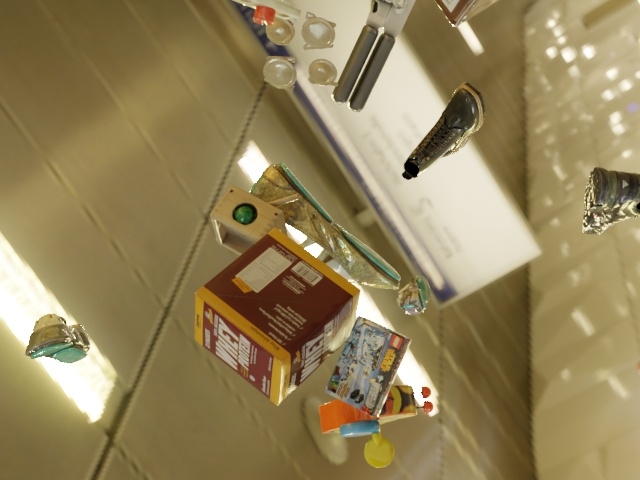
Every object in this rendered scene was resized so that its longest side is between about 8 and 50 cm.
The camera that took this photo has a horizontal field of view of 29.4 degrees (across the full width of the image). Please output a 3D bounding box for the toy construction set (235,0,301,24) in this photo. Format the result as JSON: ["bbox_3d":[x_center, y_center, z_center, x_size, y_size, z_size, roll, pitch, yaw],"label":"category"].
[{"bbox_3d":[-0.116,-0.458,1.682,0.215,0.151,0.327,17,-113,-58],"label":"toy construction set"}]

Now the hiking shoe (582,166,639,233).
[{"bbox_3d":[0.470,-0.054,1.897,0.227,0.114,0.086,46,-130,-78],"label":"hiking shoe"}]

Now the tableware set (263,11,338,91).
[{"bbox_3d":[-0.038,-0.345,2.241,0.020,0.141,0.168,-66,-20,-52],"label":"tableware set"}]

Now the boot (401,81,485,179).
[{"bbox_3d":[0.225,-0.193,2.253,0.077,0.137,0.198,43,153,19],"label":"boot"}]

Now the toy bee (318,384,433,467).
[{"bbox_3d":[0.109,0.302,2.142,0.298,0.162,0.195,-163,72,-73],"label":"toy bee"}]

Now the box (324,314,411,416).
[{"bbox_3d":[0.076,0.200,1.944,0.094,0.137,0.027,25,-178,28],"label":"box"}]

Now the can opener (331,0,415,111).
[{"bbox_3d":[0.105,-0.386,2.367,0.074,0.280,0.093,23,-177,-15],"label":"can opener"}]

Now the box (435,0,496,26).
[{"bbox_3d":[0.319,-0.465,1.685,0.143,0.381,0.191,55,175,1],"label":"box"}]

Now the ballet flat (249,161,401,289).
[{"bbox_3d":[0.000,0.000,2.273,0.348,0.123,0.123,43,-157,-22],"label":"ballet flat"}]

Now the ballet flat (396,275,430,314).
[{"bbox_3d":[0.118,0.070,1.569,0.041,0.041,0.114,58,-168,-3],"label":"ballet flat"}]

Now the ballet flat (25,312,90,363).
[{"bbox_3d":[-0.390,0.140,1.781,0.213,0.072,0.068,74,174,-80],"label":"ballet flat"}]

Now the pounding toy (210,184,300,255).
[{"bbox_3d":[-0.110,-0.036,2.149,0.130,0.100,0.141,28,156,17],"label":"pounding toy"}]

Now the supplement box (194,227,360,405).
[{"bbox_3d":[-0.072,0.122,1.987,0.191,0.194,0.129,36,146,21],"label":"supplement box"}]
